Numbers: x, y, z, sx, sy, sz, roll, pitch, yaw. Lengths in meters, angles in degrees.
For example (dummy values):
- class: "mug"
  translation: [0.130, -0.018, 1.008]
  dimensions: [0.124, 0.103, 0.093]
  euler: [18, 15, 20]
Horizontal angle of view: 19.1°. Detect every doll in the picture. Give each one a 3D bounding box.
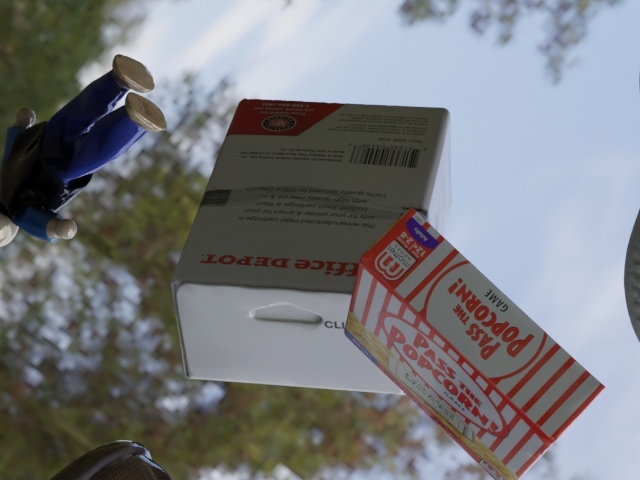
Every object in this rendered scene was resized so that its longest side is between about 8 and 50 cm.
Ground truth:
- class: "doll"
  translation: [-0.198, -0.054, 1.425]
  dimensions: [0.189, 0.046, 0.129]
  euler: [-37, -125, 25]

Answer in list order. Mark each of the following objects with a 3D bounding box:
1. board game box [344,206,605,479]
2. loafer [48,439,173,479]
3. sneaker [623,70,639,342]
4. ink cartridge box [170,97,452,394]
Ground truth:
- class: "board game box"
  translation: [0.084, 0.069, 1.117]
  dimensions: [0.045, 0.147, 0.193]
  euler: [-44, 170, -13]
- class: "loafer"
  translation: [-0.073, 0.256, 0.882]
  dimensions: [0.130, 0.366, 0.134]
  euler: [18, -145, 30]
- class: "sneaker"
  translation: [0.317, -0.024, 1.568]
  dimensions: [0.161, 0.102, 0.282]
  euler: [34, 61, -69]
- class: "ink cartridge box"
  translation: [0.000, 0.000, 1.646]
  dimensions: [0.197, 0.114, 0.273]
  euler: [3, -142, 11]
